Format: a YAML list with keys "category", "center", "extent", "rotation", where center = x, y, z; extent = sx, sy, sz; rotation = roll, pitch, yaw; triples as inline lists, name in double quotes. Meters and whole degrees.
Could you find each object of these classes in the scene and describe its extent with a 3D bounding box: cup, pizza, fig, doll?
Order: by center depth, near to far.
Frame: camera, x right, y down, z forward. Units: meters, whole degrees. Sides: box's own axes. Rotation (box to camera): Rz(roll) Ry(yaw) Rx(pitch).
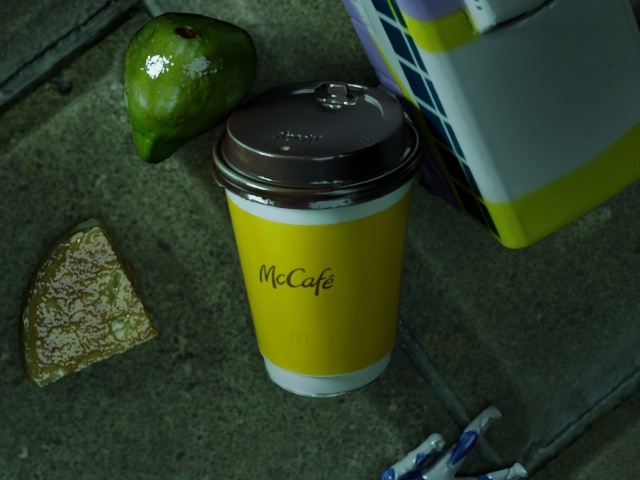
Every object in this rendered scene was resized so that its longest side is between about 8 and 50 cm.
- category: "fig"
  center: [-0.131, -0.136, 1.197]
  extent: [0.123, 0.123, 0.156]
  rotation: [12, 110, -15]
- category: "cup"
  center: [0.000, 0.000, 1.204]
  extent: [0.196, 0.196, 0.279]
  rotation: [-8, 120, -11]
- category: "pizza"
  center: [-0.228, 0.071, 1.250]
  extent: [0.134, 0.046, 0.175]
  rotation: [30, 93, -16]
- category: "doll"
  center: [0.113, 0.275, 1.365]
  extent: [0.227, 0.057, 0.114]
  rotation: [-27, 110, -8]

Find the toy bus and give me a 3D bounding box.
- category: "toy bus"
  center: [0.135, -0.232, 1.134]
  extent: [0.209, 0.249, 0.440]
  rotation: [-31, 120, -6]
